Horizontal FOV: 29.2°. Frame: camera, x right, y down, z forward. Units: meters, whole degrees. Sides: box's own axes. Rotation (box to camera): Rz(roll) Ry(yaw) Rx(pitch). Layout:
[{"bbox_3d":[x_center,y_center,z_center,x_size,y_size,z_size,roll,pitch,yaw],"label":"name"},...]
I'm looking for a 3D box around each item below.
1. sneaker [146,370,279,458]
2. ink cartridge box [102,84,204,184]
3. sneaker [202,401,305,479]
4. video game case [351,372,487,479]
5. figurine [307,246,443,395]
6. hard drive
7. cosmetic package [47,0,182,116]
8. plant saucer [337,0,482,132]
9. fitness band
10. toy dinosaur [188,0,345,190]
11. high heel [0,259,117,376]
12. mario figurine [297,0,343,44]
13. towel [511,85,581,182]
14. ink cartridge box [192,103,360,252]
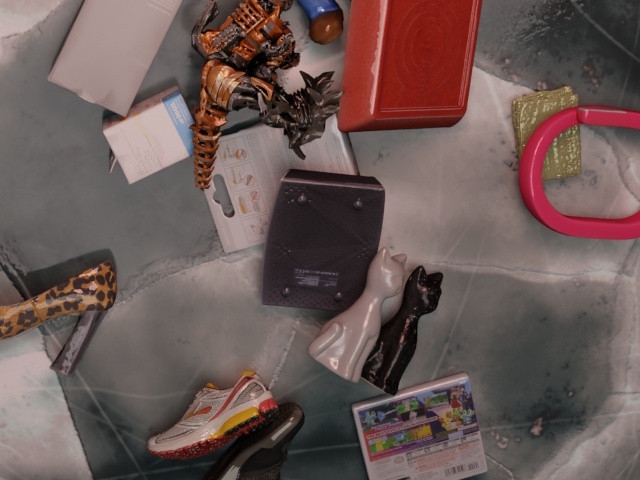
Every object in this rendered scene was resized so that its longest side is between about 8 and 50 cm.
[{"bbox_3d":[-0.176,0.281,1.953,0.225,0.088,0.093,-27,67,9],"label":"sneaker"},{"bbox_3d":[-0.253,-0.152,1.802,0.143,0.092,0.090,-25,109,-3],"label":"ink cartridge box"},{"bbox_3d":[-0.082,0.366,1.986,0.130,0.087,0.227,37,100,-19],"label":"sneaker"},{"bbox_3d":[0.166,0.330,2.050,0.201,0.023,0.183,-15,108,-4],"label":"video game case"},{"bbox_3d":[0.096,0.118,1.903,0.209,0.092,0.215,-59,148,2],"label":"figurine"},{"bbox_3d":[0.000,0.000,1.858,0.172,0.054,0.255,5,132,-6],"label":"hard drive"},{"bbox_3d":[-0.283,-0.310,1.749,0.127,0.107,0.238,27,102,-16],"label":"cosmetic package"},{"bbox_3d":[0.145,-0.283,1.788,0.259,0.047,0.258,-8,111,-43],"label":"plant saucer"},{"bbox_3d":[0.448,-0.106,1.941,0.290,0.054,0.209,4,106,-22],"label":"fitness band"},{"bbox_3d":[-0.094,-0.225,1.734,0.218,0.164,0.322,24,127,-14],"label":"toy dinosaur"},{"bbox_3d":[-0.445,0.069,1.847,0.261,0.093,0.186,27,88,-13],"label":"high heel"},{"bbox_3d":[-0.053,-0.419,1.715,0.320,0.170,0.198,44,68,-24],"label":"mario figurine"},{"bbox_3d":[0.359,-0.164,1.939,0.110,0.027,0.148,-12,107,-8],"label":"towel"},{"bbox_3d":[-0.060,-0.098,1.884,0.232,0.066,0.189,-12,109,14],"label":"ink cartridge box"}]
